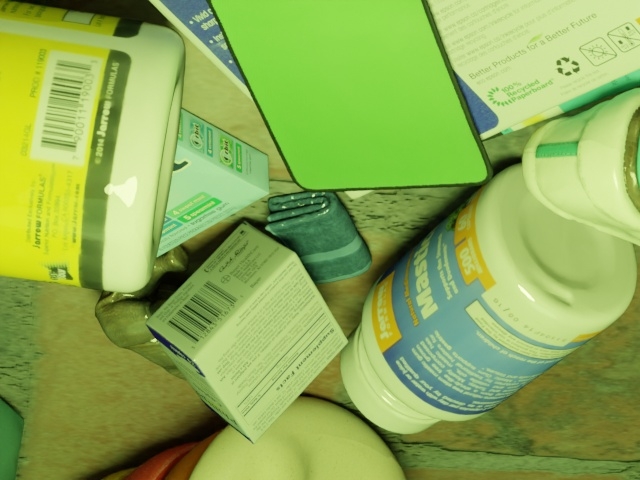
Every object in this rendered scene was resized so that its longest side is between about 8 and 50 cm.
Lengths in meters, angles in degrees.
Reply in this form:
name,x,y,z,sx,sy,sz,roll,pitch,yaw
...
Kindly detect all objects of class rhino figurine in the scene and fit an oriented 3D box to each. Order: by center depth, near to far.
name,x,y,z,sx,sy,sz,roll,pitch,yaw
rhino figurine,-0.109,0.088,1.683,0.106,0.073,0.243,-21,146,22

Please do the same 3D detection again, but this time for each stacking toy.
name,x,y,z,sx,sy,sz,roll,pitch,yaw
stacking toy,-0.159,0.346,1.960,0.480,0.350,0.350,-7,153,43

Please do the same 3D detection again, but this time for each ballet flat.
name,x,y,z,sx,sy,sz,roll,pitch,yaw
ballet flat,0.295,-0.031,1.452,0.139,0.139,0.400,-26,152,34

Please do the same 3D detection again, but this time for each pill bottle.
name,x,y,z,sx,sy,sz,roll,pitch,yaw
pill bottle,-0.268,-0.078,1.273,0.334,0.188,0.188,9,148,-1
pill bottle,0.129,0.060,1.572,0.152,0.152,0.272,15,145,-26

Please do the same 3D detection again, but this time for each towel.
name,x,y,z,sx,sy,sz,roll,pitch,yaw
towel,0.000,0.000,1.583,0.067,0.029,0.119,-11,147,13

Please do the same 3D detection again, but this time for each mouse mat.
name,x,y,z,sx,sy,sz,roll,pitch,yaw
mouse mat,0.020,-0.101,1.234,0.153,0.007,0.189,-2,134,26

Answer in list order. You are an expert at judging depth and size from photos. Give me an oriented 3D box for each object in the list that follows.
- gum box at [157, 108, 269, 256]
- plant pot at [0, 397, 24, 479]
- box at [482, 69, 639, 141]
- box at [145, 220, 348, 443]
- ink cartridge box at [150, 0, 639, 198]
name,x,y,z,sx,sy,sz,roll,pitch,yaw
gum box,-0.159,-0.056,1.472,0.157,0.041,0.184,-28,141,35
plant pot,-0.416,0.188,1.759,0.166,0.165,0.234,-12,140,17
box,0.126,-0.128,1.346,0.244,0.060,0.100,-20,144,27
box,-0.060,0.078,1.576,0.072,0.126,0.137,31,161,39
ink cartridge box,0.036,-0.187,1.186,0.304,0.072,0.307,-23,122,41
